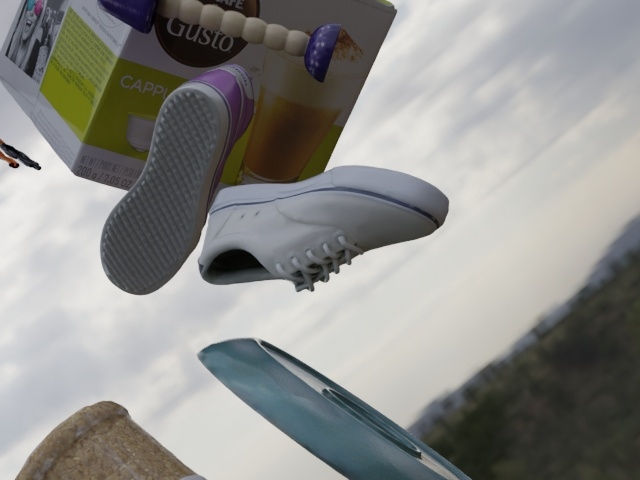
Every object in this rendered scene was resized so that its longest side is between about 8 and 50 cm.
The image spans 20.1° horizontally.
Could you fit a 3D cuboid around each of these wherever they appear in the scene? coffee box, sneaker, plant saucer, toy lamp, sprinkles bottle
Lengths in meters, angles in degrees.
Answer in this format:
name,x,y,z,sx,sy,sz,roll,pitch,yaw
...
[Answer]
name,x,y,z,sx,sy,sz,roll,pitch,yaw
coffee box,-0.169,-0.258,2.332,0.338,0.338,0.334,15,-71,-33
sneaker,-0.147,-0.071,2.040,0.282,0.102,0.161,-60,-4,28
plant saucer,0.035,0.170,1.554,0.043,0.317,0.317,-56,-9,0
toy lamp,-0.118,-0.250,2.059,0.080,0.275,0.080,-162,90,-89
sneaker,0.000,0.000,1.535,0.258,0.094,0.091,-8,58,45
sprinkles bottle,-0.056,0.260,1.239,0.121,0.355,0.121,-45,-21,-23

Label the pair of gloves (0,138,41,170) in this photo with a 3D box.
name,x,y,z,sx,sy,sz,roll,pitch,yaw
pair of gloves,-0.345,-0.095,1.959,0.010,0.074,0.083,-62,-21,9
